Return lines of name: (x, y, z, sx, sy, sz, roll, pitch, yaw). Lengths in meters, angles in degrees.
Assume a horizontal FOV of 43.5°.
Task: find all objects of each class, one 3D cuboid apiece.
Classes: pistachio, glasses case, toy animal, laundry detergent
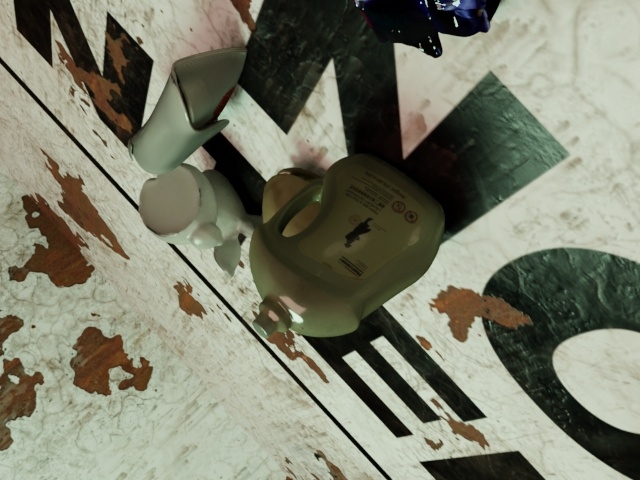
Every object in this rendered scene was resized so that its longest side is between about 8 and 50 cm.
pistachio: (0.000, 0.000, 1.105, 0.226, 0.136, 0.136, 56, 156, 0)
glasses case: (-0.182, -0.171, 1.119, 0.083, 0.128, 0.308, 58, 156, -3)
toy animal: (-0.185, -0.038, 1.286, 0.178, 0.127, 0.193, 46, -172, 33)
laundry detergent: (0.015, 0.018, 0.931, 0.181, 0.253, 0.091, 40, 155, 16)

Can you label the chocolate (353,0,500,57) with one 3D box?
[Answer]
chocolate: (0.099, -0.243, 0.580, 0.148, 0.126, 0.343, 0, 150, 2)
